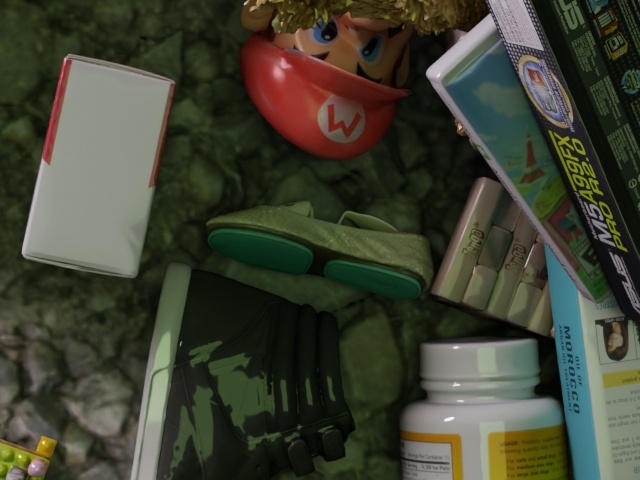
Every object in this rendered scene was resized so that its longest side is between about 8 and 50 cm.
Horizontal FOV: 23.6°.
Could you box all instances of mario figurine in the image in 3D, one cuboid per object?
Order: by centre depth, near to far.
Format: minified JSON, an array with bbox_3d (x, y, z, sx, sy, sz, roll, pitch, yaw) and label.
[{"bbox_3d":[0.045,-0.210,1.032,0.198,0.170,0.320,10,79,23],"label":"mario figurine"}]

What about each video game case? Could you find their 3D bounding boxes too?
[{"bbox_3d":[0.195,-0.098,0.940,0.212,0.023,0.193,-42,115,-7],"label":"video game case"}]

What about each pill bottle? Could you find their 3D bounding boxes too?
[{"bbox_3d":[0.115,0.176,1.065,0.117,0.117,0.215,-3,90,-8],"label":"pill bottle"}]

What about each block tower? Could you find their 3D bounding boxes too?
[{"bbox_3d":[0.243,0.055,1.099,0.335,0.097,0.091,21,86,-9],"label":"block tower"}]

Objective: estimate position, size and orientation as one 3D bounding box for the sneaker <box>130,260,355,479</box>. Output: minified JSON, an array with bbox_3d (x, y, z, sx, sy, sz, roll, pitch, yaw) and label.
[{"bbox_3d":[-0.054,0.168,1.046,0.147,0.104,0.295,8,83,-3],"label":"sneaker"}]

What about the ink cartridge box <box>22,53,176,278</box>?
[{"bbox_3d":[-0.148,-0.044,1.003,0.072,0.175,0.127,12,88,-10],"label":"ink cartridge box"}]

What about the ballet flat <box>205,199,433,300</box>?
[{"bbox_3d":[0.000,0.000,1.093,0.168,0.057,0.052,16,59,-11],"label":"ballet flat"}]

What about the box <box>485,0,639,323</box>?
[{"bbox_3d":[0.233,-0.107,0.908,0.216,0.060,0.270,-34,115,-12],"label":"box"}]

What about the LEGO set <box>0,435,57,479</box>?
[{"bbox_3d":[-0.216,0.193,1.022,0.132,0.107,0.287,-34,94,-7],"label":"LEGO set"}]

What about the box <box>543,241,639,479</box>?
[{"bbox_3d":[0.212,0.068,1.016,0.100,0.060,0.244,-7,91,-9],"label":"box"}]

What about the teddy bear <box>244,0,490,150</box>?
[{"bbox_3d":[0.107,-0.190,0.951,0.338,0.113,0.245,27,73,-23],"label":"teddy bear"}]
